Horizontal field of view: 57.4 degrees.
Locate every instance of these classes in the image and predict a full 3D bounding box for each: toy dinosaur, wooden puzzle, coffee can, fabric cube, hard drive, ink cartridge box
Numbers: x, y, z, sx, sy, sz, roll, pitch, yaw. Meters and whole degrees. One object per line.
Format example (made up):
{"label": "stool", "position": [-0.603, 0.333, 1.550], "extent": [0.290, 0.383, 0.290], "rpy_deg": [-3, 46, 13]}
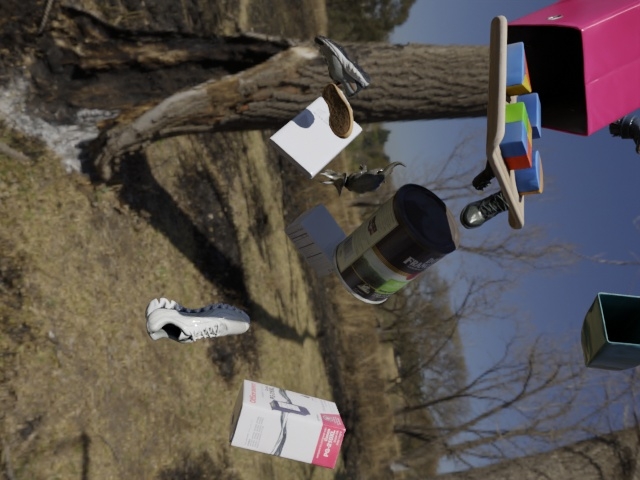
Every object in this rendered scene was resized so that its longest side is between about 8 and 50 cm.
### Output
{"label": "toy dinosaur", "position": [0.163, -0.207, 2.049], "extent": [0.160, 0.314, 0.121], "rpy_deg": [-36, 121, -43]}
{"label": "wooden puzzle", "position": [0.413, -0.237, 1.223], "extent": [0.348, 0.081, 0.322], "rpy_deg": [49, 44, -54]}
{"label": "coffee can", "position": [0.190, 0.013, 1.506], "extent": [0.275, 0.202, 0.201], "rpy_deg": [-43, -141, 41]}
{"label": "fabric cube", "position": [0.628, -0.434, 1.413], "extent": [0.254, 0.258, 0.259], "rpy_deg": [36, -31, 56]}
{"label": "hard drive", "position": [-0.015, -0.394, 2.202], "extent": [0.318, 0.210, 0.040], "rpy_deg": [-46, 176, -30]}
{"label": "ink cartridge box", "position": [-0.080, 0.416, 1.337], "extent": [0.172, 0.237, 0.100], "rpy_deg": [-150, -104, -82]}

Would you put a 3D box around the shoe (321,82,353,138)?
{"label": "shoe", "position": [0.060, -0.366, 1.674], "extent": [0.058, 0.077, 0.219], "rpy_deg": [33, 33, -44]}

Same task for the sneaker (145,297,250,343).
{"label": "sneaker", "position": [-0.343, 0.241, 1.635], "extent": [0.118, 0.292, 0.110], "rpy_deg": [-109, -152, -59]}

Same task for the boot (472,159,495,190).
{"label": "boot", "position": [0.560, -0.231, 1.979], "extent": [0.099, 0.045, 0.121], "rpy_deg": [-48, -159, 44]}

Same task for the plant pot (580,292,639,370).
{"label": "plant pot", "position": [0.888, 0.294, 1.768], "extent": [0.234, 0.166, 0.165], "rpy_deg": [92, 4, -54]}

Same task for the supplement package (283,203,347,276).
{"label": "supplement package", "position": [0.000, 0.000, 1.718], "extent": [0.179, 0.105, 0.105], "rpy_deg": [53, -33, -11]}

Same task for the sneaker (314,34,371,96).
{"label": "sneaker", "position": [0.056, -0.621, 2.063], "extent": [0.271, 0.108, 0.100], "rpy_deg": [53, 24, 18]}

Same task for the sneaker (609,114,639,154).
{"label": "sneaker", "position": [1.096, -0.371, 2.064], "extent": [0.226, 0.163, 0.086], "rpy_deg": [-45, 132, -36]}

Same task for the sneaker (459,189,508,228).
{"label": "sneaker", "position": [0.561, -0.115, 1.908], "extent": [0.087, 0.228, 0.130], "rpy_deg": [63, -23, 8]}
